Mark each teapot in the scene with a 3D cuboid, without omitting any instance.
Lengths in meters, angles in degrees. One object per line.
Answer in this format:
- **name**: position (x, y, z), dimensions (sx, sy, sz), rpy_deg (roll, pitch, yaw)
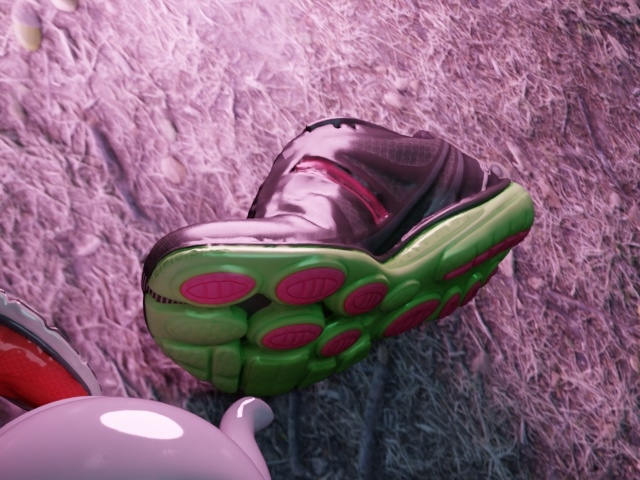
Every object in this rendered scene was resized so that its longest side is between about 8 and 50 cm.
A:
- **teapot**: position (-0.162, 0.197, 0.939), dimensions (0.256, 0.252, 0.187), rpy_deg (37, 7, -44)

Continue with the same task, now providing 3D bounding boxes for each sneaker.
- **sneaker**: position (0.000, 0.000, 1.283), dimensions (0.202, 0.185, 0.483), rpy_deg (46, 33, 22)
- **sneaker**: position (-0.293, 0.082, 0.991), dimensions (0.279, 0.107, 0.118), rpy_deg (28, 60, -18)
